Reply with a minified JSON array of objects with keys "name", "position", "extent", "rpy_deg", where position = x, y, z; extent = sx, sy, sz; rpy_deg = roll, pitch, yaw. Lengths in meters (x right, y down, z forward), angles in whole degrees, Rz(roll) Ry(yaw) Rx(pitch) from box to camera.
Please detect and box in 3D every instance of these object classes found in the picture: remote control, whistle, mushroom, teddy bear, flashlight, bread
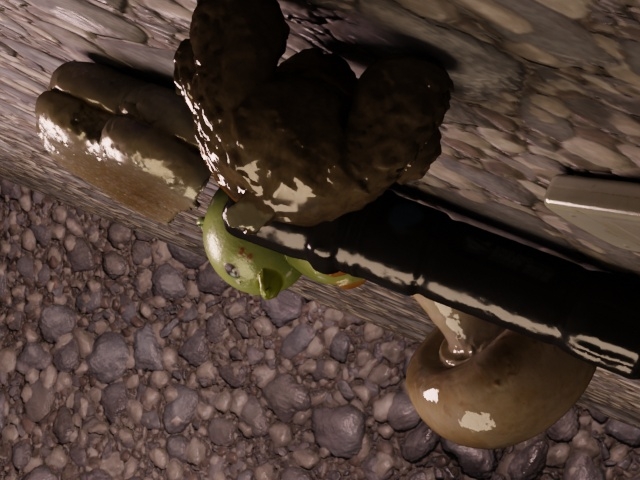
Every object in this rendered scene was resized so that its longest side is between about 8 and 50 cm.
[{"name":"remote control","position":[0.226,-0.011,1.013],"extent":[0.087,0.029,0.190],"rpy_deg":[27,173,-27]},{"name":"whistle","position":[-0.006,0.009,1.589],"extent":[0.294,0.141,0.141],"rpy_deg":[18,172,34]},{"name":"mushroom","position":[0.162,0.092,1.512],"extent":[0.204,0.204,0.204],"rpy_deg":[23,174,3]},{"name":"teddy bear","position":[-0.013,-0.069,0.987],"extent":[0.177,0.140,0.190],"rpy_deg":[20,-178,3]},{"name":"flashlight","position":[0.111,0.018,1.405],"extent":[0.424,0.103,0.103],"rpy_deg":[21,173,17]},{"name":"bread","position":[-0.187,-0.096,1.512],"extent":[0.183,0.102,0.337],"rpy_deg":[24,173,-8]}]
